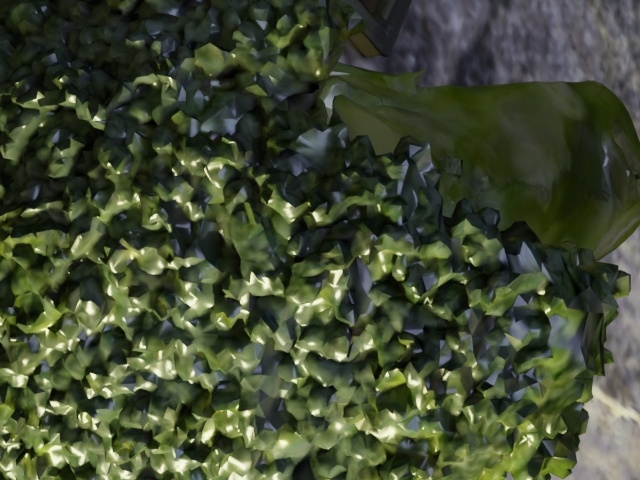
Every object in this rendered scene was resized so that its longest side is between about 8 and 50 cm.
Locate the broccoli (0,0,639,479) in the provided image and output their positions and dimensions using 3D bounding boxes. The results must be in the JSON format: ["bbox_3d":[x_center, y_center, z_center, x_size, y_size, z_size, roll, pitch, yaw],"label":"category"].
[{"bbox_3d":[0.014,0.016,0.654,0.361,0.221,0.252,12,45,-49],"label":"broccoli"}]

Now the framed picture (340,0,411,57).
[{"bbox_3d":[-0.025,-0.232,0.752,0.281,0.019,0.209,45,54,-33],"label":"framed picture"}]
